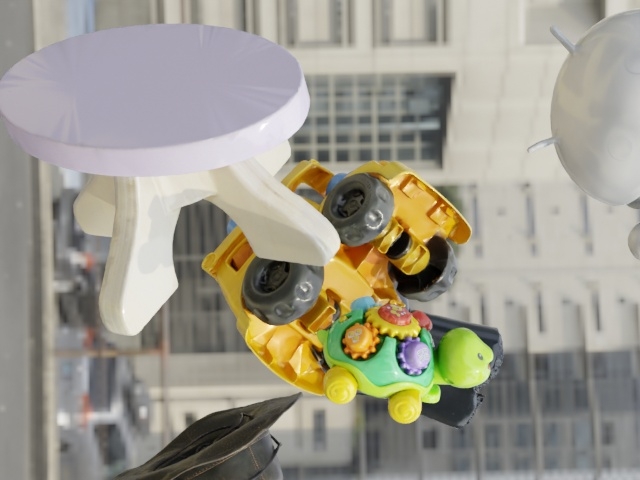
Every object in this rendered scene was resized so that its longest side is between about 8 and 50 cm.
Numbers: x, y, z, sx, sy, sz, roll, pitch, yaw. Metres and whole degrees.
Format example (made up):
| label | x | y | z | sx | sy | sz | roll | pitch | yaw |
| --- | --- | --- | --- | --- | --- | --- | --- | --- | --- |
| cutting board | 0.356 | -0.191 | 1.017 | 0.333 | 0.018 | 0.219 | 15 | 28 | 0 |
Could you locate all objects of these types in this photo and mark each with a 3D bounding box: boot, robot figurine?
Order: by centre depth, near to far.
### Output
| label | x | y | z | sx | sy | sz | roll | pitch | yaw |
| --- | --- | --- | --- | --- | --- | --- | --- | --- | --- |
| robot figurine | 0.384 | -0.119 | 1.541 | 0.200 | 0.353 | 0.300 | 152 | -53 | -75 |
| boot | 0.113 | 0.084 | 1.772 | 0.094 | 0.207 | 0.246 | -114 | -141 | -77 |

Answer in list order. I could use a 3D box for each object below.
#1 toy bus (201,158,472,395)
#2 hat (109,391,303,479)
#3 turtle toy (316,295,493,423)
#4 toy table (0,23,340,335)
| label | x | y | z | sx | sy | sz | roll | pitch | yaw |
| --- | --- | --- | --- | --- | --- | --- | --- | --- | --- |
| toy bus | 0.000 | 0.000 | 1.447 | 0.149 | 0.220 | 0.211 | 40 | 6 | -41 |
| hat | -0.145 | 0.341 | 2.229 | 0.134 | 0.331 | 0.331 | 62 | 2 | -5 |
| turtle toy | 0.061 | 0.083 | 1.126 | 0.095 | 0.130 | 0.066 | -80 | -173 | -65 |
| toy table | -0.117 | -0.063 | 1.232 | 0.252 | 0.274 | 0.161 | -42 | 132 | -31 |
